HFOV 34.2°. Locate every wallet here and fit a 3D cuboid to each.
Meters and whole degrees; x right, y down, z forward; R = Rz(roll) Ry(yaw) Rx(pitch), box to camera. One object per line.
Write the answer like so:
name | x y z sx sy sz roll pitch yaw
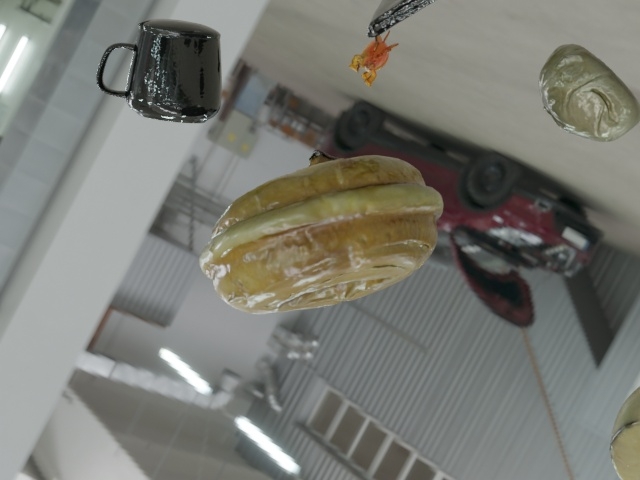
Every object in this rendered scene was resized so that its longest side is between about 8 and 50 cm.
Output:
wallet | 0.190 -0.459 1.739 0.051 0.197 0.377 50 -147 -18

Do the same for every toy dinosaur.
toy dinosaur | 0.119 -0.405 2.263 0.070 0.117 0.288 43 -168 -9

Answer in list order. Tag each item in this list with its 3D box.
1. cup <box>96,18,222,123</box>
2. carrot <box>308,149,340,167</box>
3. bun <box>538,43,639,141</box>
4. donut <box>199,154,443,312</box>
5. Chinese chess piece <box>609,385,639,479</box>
cup | -0.281 -0.303 1.835 0.223 0.176 0.169 7 -166 -6
carrot | 0.088 -0.118 2.174 0.260 0.070 0.070 21 -176 -23
bun | 0.413 -0.222 1.634 0.173 0.113 0.166 44 -171 2
donut | 0.000 0.000 1.771 0.449 0.198 0.449 -13 168 -3
Chinese chess piece | 0.460 0.256 1.191 0.251 0.097 0.250 29 148 21
